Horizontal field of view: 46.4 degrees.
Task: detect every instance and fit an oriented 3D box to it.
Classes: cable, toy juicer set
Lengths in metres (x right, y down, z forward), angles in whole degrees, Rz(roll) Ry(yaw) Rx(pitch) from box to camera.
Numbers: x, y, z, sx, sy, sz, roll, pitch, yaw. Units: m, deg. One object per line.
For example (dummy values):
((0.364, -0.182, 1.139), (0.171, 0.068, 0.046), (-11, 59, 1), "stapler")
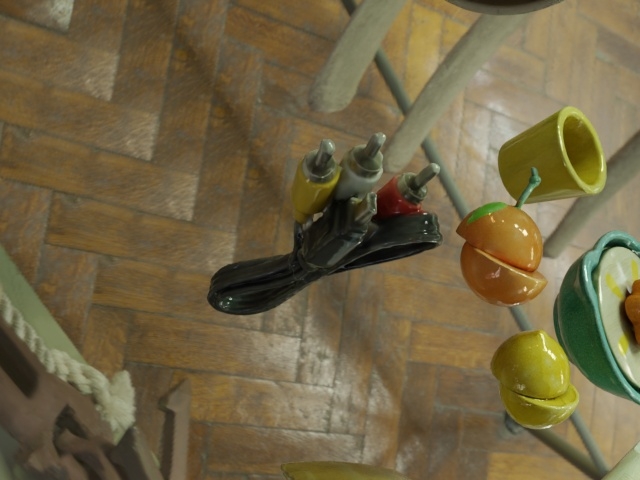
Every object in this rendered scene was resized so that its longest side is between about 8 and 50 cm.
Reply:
((0.000, 0.000, 0.666), (0.139, 0.287, 0.072), (12, 64, -25), "cable")
((0.214, 0.080, 0.545), (0.209, 0.089, 0.329), (-44, 108, -43), "toy juicer set")

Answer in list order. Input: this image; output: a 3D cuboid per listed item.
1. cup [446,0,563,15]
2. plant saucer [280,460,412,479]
((0.219, -0.384, 0.639), (0.237, 0.331, 0.331), (-25, 100, -32), "cup")
((0.129, 0.305, 0.524), (0.081, 0.333, 0.333), (-34, 100, -17), "plant saucer")
